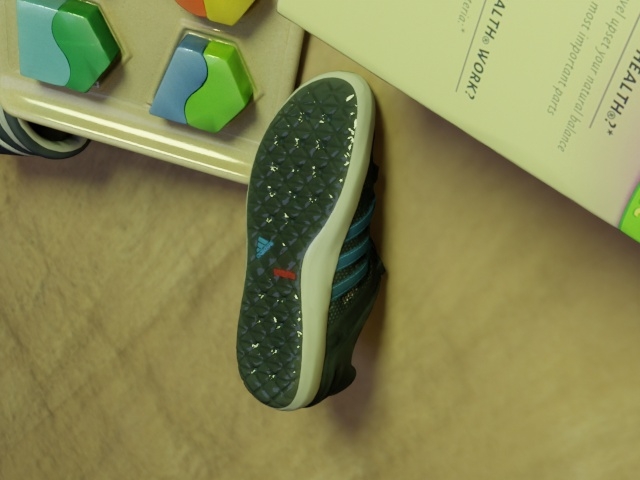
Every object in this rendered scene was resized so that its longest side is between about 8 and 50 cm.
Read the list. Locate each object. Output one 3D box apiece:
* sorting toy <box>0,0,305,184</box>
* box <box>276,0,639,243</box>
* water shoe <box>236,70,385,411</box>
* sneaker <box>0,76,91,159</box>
[{"bbox_3d":[-0.104,-0.138,0.585,0.193,0.038,0.208,17,128,4],"label":"sorting toy"},{"bbox_3d":[0.123,-0.134,0.354,0.243,0.117,0.213,37,135,25],"label":"box"},{"bbox_3d":[0.000,0.000,0.604,0.073,0.080,0.203,20,101,34],"label":"water shoe"},{"bbox_3d":[-0.236,-0.185,0.708,0.153,0.099,0.282,17,129,42],"label":"sneaker"}]
